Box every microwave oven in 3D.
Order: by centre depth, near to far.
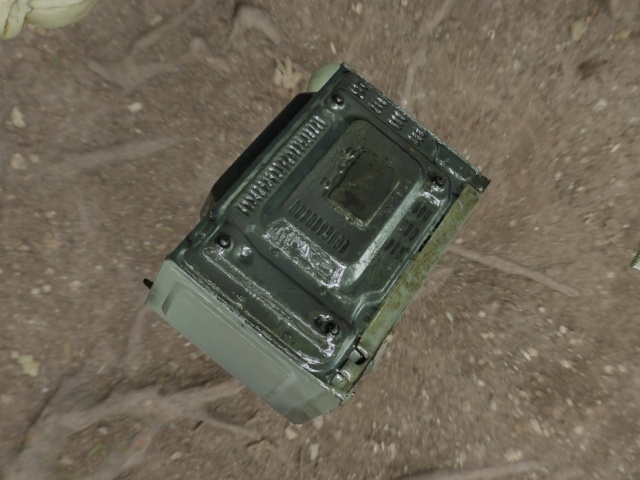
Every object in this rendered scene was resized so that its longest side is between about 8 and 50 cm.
[{"bbox_3d":[0.000,0.000,0.568,0.163,0.129,0.205,39,63,-4],"label":"microwave oven"}]

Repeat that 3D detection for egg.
[{"bbox_3d":[0.033,-0.243,1.431,0.114,0.114,0.152,-17,107,6],"label":"egg"}]

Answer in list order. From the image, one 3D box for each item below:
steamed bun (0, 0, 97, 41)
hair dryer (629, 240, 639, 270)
[{"bbox_3d":[-0.341,-0.350,0.796,0.203,0.289,0.276,-50,44,34],"label":"steamed bun"},{"bbox_3d":[0.571,-0.118,1.273,0.298,0.296,0.119,-50,48,-1],"label":"hair dryer"}]
